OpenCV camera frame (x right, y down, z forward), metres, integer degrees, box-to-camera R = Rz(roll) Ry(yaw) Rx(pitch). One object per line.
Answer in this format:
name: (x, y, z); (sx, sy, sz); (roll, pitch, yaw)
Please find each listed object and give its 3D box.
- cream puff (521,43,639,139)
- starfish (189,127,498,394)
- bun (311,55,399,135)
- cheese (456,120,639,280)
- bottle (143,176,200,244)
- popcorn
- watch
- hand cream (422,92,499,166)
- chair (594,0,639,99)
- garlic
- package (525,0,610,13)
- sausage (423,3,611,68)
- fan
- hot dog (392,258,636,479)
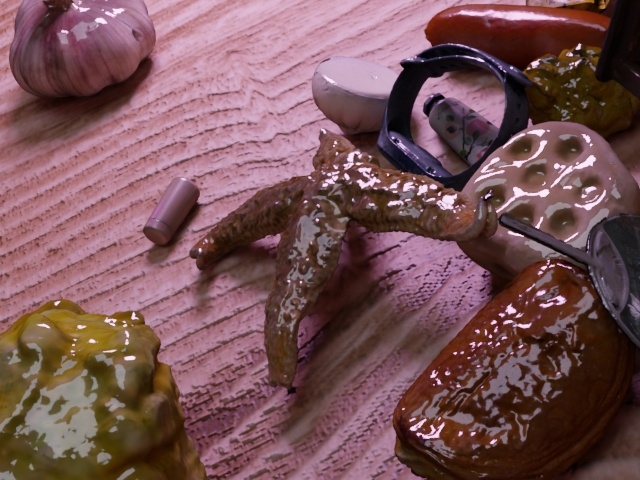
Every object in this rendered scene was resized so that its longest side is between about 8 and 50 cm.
cream puff: (0.323, -0.193, 1.643); (0.146, 0.116, 0.146); (-17, 41, 15)
starfish: (0.000, 0.000, 1.568); (0.324, 0.082, 0.432); (-46, 36, -2)
bun: (0.049, -0.187, 1.793); (0.138, 0.094, 0.138); (13, 27, -7)
cheese: (0.262, -0.029, 1.504); (0.217, 0.117, 0.235); (-10, 45, 19)
bottle: (-0.207, -0.041, 1.805); (0.045, 0.045, 0.096); (8, 53, 32)
popcorn: (-0.286, 0.230, 1.392); (0.292, 0.294, 0.334); (-16, 33, -36)
watch: (0.165, -0.158, 1.650); (0.193, 0.068, 0.206); (-57, 48, 16)
hand cream: (0.210, -0.118, 1.680); (0.080, 0.050, 0.234); (-32, 48, -13)
chair: (0.425, -0.293, 1.540); (0.240, 0.203, 0.416); (-16, 42, -30)
garlic: (-0.406, -0.351, 2.073); (0.245, 0.253, 0.245); (-12, 52, 17)
package: (0.350, -0.334, 1.822); (0.131, 0.047, 0.071); (-10, 41, 15)
sausage: (0.279, -0.276, 1.768); (0.300, 0.089, 0.083); (9, 46, 33)
fan: (0.327, 0.028, 1.348); (0.012, 0.294, 0.223); (-49, -1, 39)
hot dog: (0.196, 0.151, 1.347); (0.196, 0.122, 0.272); (33, 76, 39)
